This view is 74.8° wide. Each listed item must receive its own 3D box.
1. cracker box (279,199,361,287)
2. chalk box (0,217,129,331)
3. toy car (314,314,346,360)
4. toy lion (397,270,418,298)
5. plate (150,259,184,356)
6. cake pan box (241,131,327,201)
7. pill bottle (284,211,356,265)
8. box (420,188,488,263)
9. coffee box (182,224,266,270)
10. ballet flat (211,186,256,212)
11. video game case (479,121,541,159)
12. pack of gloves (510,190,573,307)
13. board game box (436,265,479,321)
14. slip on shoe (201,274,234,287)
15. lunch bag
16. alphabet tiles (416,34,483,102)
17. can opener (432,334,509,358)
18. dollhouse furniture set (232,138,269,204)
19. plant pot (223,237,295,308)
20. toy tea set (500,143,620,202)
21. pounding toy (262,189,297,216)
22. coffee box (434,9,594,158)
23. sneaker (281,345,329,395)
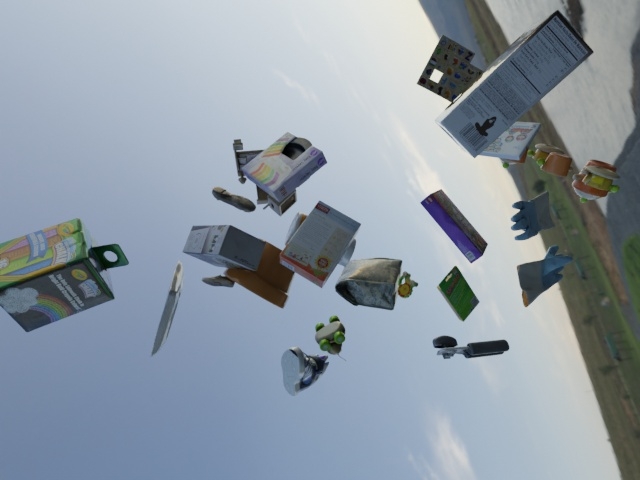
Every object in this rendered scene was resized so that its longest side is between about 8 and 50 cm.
[{"bbox_3d":[0.001,0.008,1.291,0.156,0.067,0.232,31,-113,9],"label":"cracker box"},{"bbox_3d":[-0.673,0.076,1.112,0.179,0.289,0.180,54,158,38],"label":"chalk box"},{"bbox_3d":[0.074,0.482,1.974,0.188,0.149,0.155,59,-175,-26],"label":"toy car"},{"bbox_3d":[0.365,0.196,1.795,0.034,0.096,0.100,29,-162,-36],"label":"toy lion"},{"bbox_3d":[-0.562,0.248,1.562,0.045,0.278,0.277,17,-164,-18],"label":"plate"},{"bbox_3d":[-0.141,-0.298,1.651,0.246,0.267,0.070,40,165,38],"label":"cake pan box"},{"bbox_3d":[0.000,0.000,1.788,0.279,0.162,0.162,23,-138,-10],"label":"pill bottle"},{"bbox_3d":[0.517,-0.063,1.605,0.293,0.057,0.201,52,-152,7],"label":"box"},{"bbox_3d":[-0.367,0.025,1.571,0.168,0.297,0.118,29,-109,-39],"label":"coffee box"},{"bbox_3d":[-0.424,-0.190,2.037,0.250,0.058,0.084,25,-149,13],"label":"ballet flat"},{"bbox_3d":[0.531,-0.296,1.217,0.143,0.157,0.019,-51,-46,-19],"label":"video game case"},{"bbox_3d":[0.451,0.006,0.832,0.232,0.046,0.195,-15,-85,-44],"label":"pack of gloves"},{"bbox_3d":[0.600,0.230,1.828,0.124,0.039,0.259,-46,-59,-12],"label":"board game box"},{"bbox_3d":[-0.413,0.160,1.698,0.051,0.135,0.041,76,-159,-59],"label":"slip on shoe"},{"bbox_3d":[0.227,0.194,1.981,0.235,0.287,0.168,-55,-34,-58],"label":"lunch bag"},{"bbox_3d":[0.532,-0.667,1.669,0.237,0.198,0.009,21,-159,-15],"label":"alphabet tiles"},{"bbox_3d":[0.565,0.392,1.583,0.284,0.076,0.095,-3,-123,-12],"label":"can opener"},{"bbox_3d":[-0.251,-0.330,2.022,0.355,0.303,0.173,105,156,-69],"label":"dollhouse furniture set"},{"bbox_3d":[-0.227,0.125,1.736,0.291,0.291,0.203,37,-100,-40],"label":"plant pot"},{"bbox_3d":[0.698,-0.199,1.242,0.336,0.124,0.200,32,-147,32],"label":"toy tea set"},{"bbox_3d":[-0.185,-0.181,1.864,0.100,0.130,0.141,41,163,14],"label":"pounding toy"},{"bbox_3d":[0.343,-0.281,0.781,0.098,0.246,0.141,44,-161,-6],"label":"coffee box"},{"bbox_3d":[-0.059,0.571,1.982,0.236,0.130,0.322,-27,-43,-37],"label":"sneaker"}]
